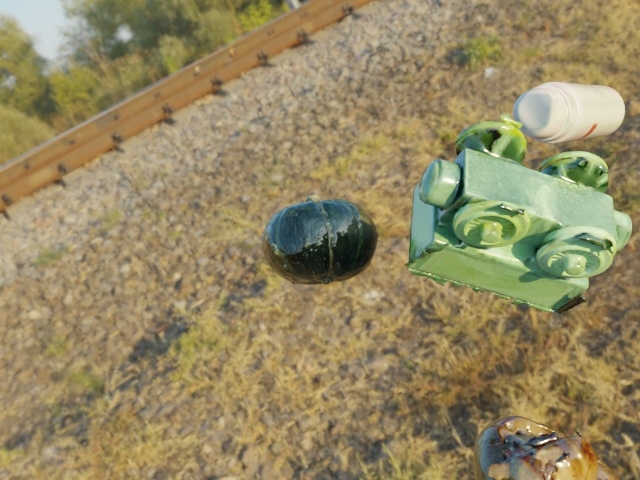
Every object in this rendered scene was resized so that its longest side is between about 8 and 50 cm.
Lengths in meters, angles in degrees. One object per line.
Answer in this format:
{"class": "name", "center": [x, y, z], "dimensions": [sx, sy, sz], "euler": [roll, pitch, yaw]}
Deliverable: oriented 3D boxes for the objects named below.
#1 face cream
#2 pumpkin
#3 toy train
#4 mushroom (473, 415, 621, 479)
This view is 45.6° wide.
{"class": "face cream", "center": [0.421, -0.217, 1.291], "dimensions": [0.102, 0.102, 0.345], "euler": [-11, 2, 39]}
{"class": "pumpkin", "center": [-0.001, 0.001, 1.251], "dimensions": [0.190, 0.190, 0.146], "euler": [-7, 69, 46]}
{"class": "toy train", "center": [0.238, -0.024, 0.942], "dimensions": [0.188, 0.272, 0.159], "euler": [124, 158, -55]}
{"class": "mushroom", "center": [0.356, 0.389, 1.191], "dimensions": [0.195, 0.283, 0.263], "euler": [-39, 42, 7]}
